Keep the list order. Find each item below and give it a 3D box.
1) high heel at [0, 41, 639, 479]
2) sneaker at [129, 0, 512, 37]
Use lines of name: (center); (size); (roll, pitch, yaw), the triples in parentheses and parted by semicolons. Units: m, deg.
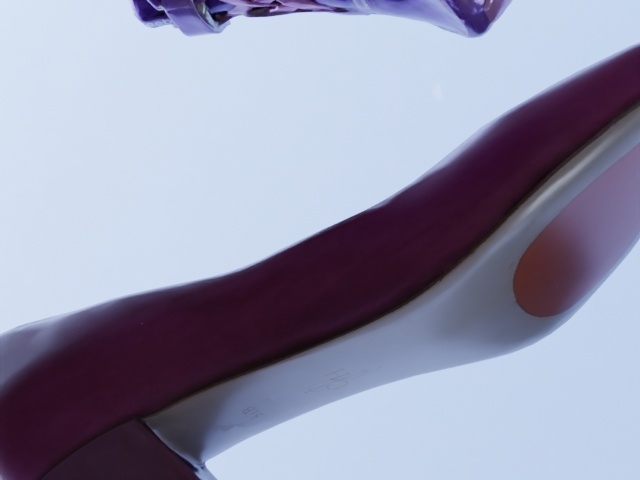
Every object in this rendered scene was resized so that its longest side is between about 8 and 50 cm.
high heel: (0.000, 0.000, 0.841); (0.377, 0.127, 0.181); (-39, -121, -9)
sneaker: (-0.031, -0.129, 0.813); (0.236, 0.095, 0.105); (25, -102, 19)
